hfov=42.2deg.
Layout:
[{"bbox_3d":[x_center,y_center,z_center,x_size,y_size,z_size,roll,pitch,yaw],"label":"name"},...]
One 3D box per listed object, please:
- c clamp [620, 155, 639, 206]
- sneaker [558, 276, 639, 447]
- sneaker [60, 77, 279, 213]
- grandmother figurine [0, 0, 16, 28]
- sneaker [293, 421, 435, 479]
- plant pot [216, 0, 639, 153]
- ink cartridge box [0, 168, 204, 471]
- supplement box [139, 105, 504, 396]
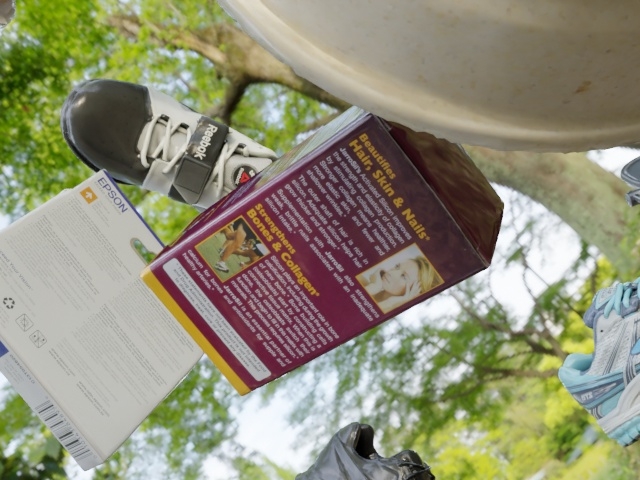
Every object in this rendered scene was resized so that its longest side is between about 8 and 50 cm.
[{"bbox_3d":[0.308,-0.063,0.651,0.161,0.022,0.137,-24,13,2],"label":"c clamp"},{"bbox_3d":[0.326,0.078,0.813,0.110,0.122,0.283,-23,-35,-49],"label":"sneaker"},{"bbox_3d":[-0.130,-0.093,0.954,0.331,0.146,0.122,25,-103,-39],"label":"sneaker"},{"bbox_3d":[-0.284,-0.327,0.799,0.342,0.208,0.104,-41,14,34],"label":"grandmother figurine"},{"bbox_3d":[0.097,0.310,0.924,0.130,0.286,0.109,-57,-32,0],"label":"sneaker"},{"bbox_3d":[0.104,-0.252,0.296,0.334,0.334,0.305,-34,-17,-21],"label":"plant pot"},{"bbox_3d":[-0.221,0.067,0.806,0.045,0.223,0.224,-31,10,35],"label":"ink cartridge box"},{"bbox_3d":[0.000,0.000,0.492,0.188,0.104,0.081,-32,13,30],"label":"supplement box"}]
